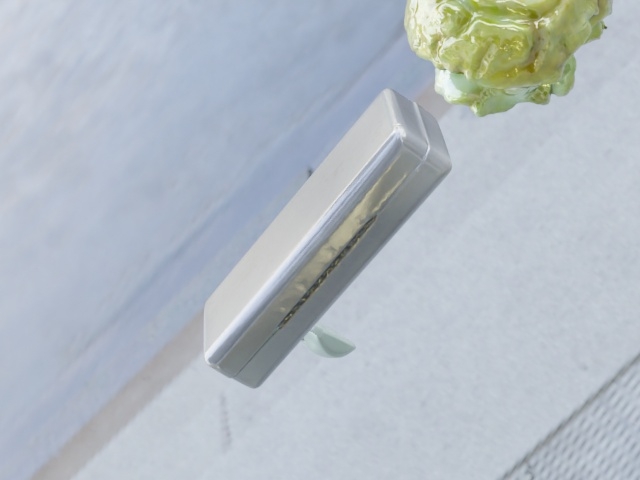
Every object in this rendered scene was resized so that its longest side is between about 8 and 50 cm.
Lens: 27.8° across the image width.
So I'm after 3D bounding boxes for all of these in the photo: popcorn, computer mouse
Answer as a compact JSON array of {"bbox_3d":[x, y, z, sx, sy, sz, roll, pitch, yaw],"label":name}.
[{"bbox_3d":[0.190,-0.236,1.322,0.204,0.221,0.183,42,141,23],"label":"popcorn"},{"bbox_3d":[-0.005,0.108,1.431,0.056,0.110,0.032,30,90,35],"label":"computer mouse"}]

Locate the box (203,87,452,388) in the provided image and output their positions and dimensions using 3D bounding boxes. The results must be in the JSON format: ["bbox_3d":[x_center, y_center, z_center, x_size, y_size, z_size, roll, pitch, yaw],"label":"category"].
[{"bbox_3d":[0.000,0.000,0.989,0.243,0.055,0.103,-50,22,21],"label":"box"}]
